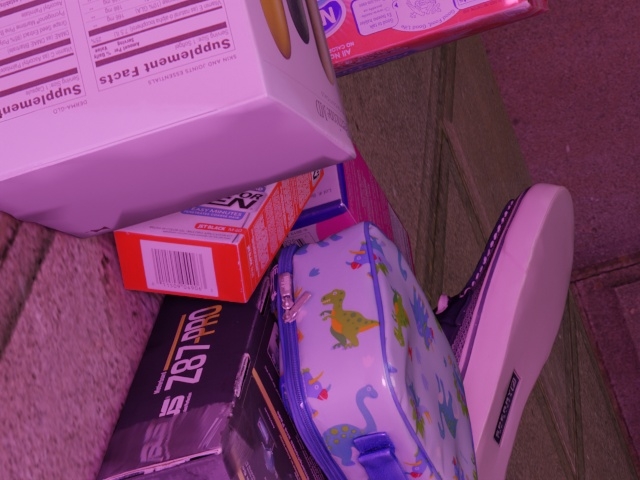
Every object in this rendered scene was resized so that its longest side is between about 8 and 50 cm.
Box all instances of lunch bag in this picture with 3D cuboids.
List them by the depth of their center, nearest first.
[{"bbox_3d":[0.040,0.108,1.354,0.219,0.090,0.176,59,18,-46],"label":"lunch bag"}]

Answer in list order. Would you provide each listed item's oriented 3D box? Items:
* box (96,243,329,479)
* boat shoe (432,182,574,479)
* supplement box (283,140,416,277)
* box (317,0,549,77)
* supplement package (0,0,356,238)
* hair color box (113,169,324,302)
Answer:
[{"bbox_3d":[-0.015,0.237,1.372,0.318,0.097,0.395,-81,151,-65],"label":"box"},{"bbox_3d":[0.097,0.093,1.638,0.340,0.158,0.127,-68,151,-26],"label":"boat shoe"},{"bbox_3d":[0.000,0.000,1.668,0.220,0.111,0.114,58,20,-51],"label":"supplement box"},{"bbox_3d":[0.018,-0.212,1.582,0.142,0.300,0.154,-14,86,-76],"label":"box"},{"bbox_3d":[-0.122,-0.162,1.187,0.199,0.198,0.262,26,49,-73],"label":"supplement package"},{"bbox_3d":[-0.068,-0.028,1.372,0.167,0.093,0.053,-60,150,-52],"label":"hair color box"}]
